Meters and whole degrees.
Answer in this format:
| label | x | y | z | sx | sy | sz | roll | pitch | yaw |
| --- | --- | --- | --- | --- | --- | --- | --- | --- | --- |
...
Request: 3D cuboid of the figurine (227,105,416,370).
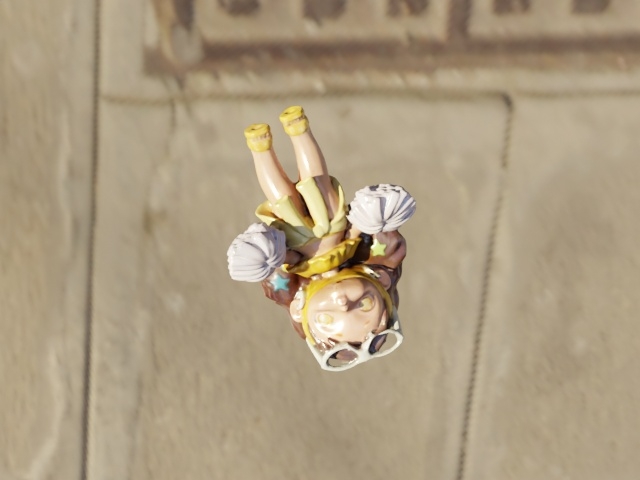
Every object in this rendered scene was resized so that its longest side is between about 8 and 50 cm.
| label | x | y | z | sx | sy | sz | roll | pitch | yaw |
| --- | --- | --- | --- | --- | --- | --- | --- | --- | --- |
| figurine | 0.000 | 0.001 | 1.624 | 0.175 | 0.116 | 0.240 | -22 | 120 | -4 |
